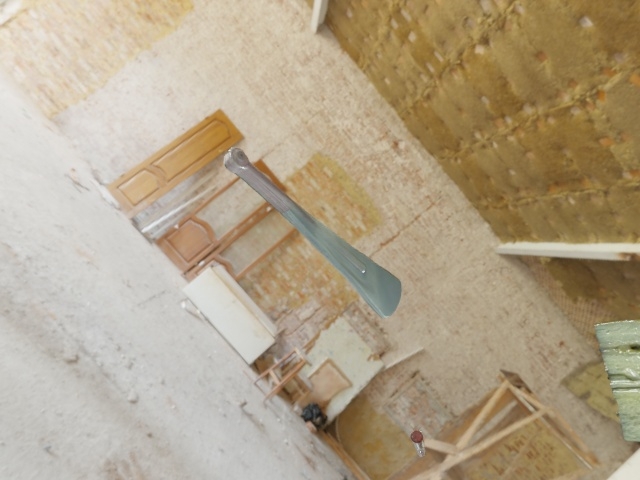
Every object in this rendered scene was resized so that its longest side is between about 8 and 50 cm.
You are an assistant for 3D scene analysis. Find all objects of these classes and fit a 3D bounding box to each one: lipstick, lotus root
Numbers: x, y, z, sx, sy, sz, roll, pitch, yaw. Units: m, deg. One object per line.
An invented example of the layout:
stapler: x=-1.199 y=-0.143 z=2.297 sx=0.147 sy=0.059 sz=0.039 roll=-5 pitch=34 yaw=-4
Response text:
lipstick: x=0.217 y=0.451 z=0.990 sx=0.027 sy=0.027 sz=0.176 roll=47 pitch=-13 yaw=36
lotus root: x=0.806 y=0.300 z=1.016 sx=0.149 sy=0.260 sz=0.266 roll=13 pitch=64 yaw=-48

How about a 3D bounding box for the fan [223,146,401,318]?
fan: x=0.000 y=0.000 z=0.507 sx=0.282 sy=0.057 sz=0.023 roll=39 pitch=-25 yaw=-26
